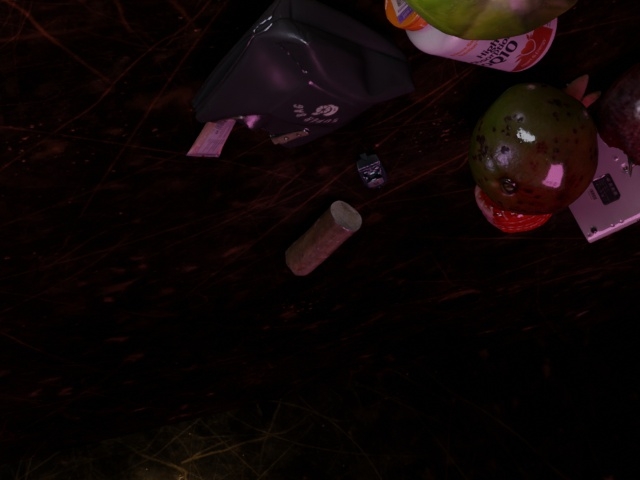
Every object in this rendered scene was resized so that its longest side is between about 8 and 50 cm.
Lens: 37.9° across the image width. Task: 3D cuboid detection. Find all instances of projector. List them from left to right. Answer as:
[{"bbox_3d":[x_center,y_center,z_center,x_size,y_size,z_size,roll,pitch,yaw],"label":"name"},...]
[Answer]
[{"bbox_3d":[0.675,-0.148,2.219,0.198,0.251,0.108,-27,-172,21],"label":"projector"}]

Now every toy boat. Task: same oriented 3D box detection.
[{"bbox_3d":[0.119,-0.145,2.082,0.055,0.060,0.141,-22,159,6],"label":"toy boat"}]

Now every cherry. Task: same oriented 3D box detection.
[{"bbox_3d":[0.724,-0.279,1.995,0.300,0.230,0.203,-59,160,20],"label":"cherry"}]

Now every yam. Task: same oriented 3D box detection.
[{"bbox_3d":[0.000,0.000,2.274,0.093,0.093,0.259,0,151,-35],"label":"yam"}]

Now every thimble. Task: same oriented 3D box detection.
[{"bbox_3d":[0.478,-0.110,2.270,0.189,0.163,0.125,-25,154,17],"label":"thimble"}]

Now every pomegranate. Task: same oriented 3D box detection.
[{"bbox_3d":[0.452,-0.224,1.961,0.290,0.324,0.291,15,162,5],"label":"pomegranate"}]

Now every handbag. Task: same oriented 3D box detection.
[{"bbox_3d":[-0.041,-0.263,1.594,0.288,0.152,0.342,-32,152,34],"label":"handbag"}]

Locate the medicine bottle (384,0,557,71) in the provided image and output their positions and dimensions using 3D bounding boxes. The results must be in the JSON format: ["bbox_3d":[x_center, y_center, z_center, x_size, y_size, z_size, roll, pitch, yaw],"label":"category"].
[{"bbox_3d":[0.243,-0.374,1.534,0.288,0.157,0.157,2,150,-38],"label":"medicine bottle"}]

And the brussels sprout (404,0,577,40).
[{"bbox_3d":[0.251,-0.443,1.249,0.289,0.281,0.355,30,114,-27],"label":"brussels sprout"}]

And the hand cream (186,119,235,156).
[{"bbox_3d":[-0.193,-0.209,1.751,0.067,0.043,0.210,-2,157,-26],"label":"hand cream"}]
